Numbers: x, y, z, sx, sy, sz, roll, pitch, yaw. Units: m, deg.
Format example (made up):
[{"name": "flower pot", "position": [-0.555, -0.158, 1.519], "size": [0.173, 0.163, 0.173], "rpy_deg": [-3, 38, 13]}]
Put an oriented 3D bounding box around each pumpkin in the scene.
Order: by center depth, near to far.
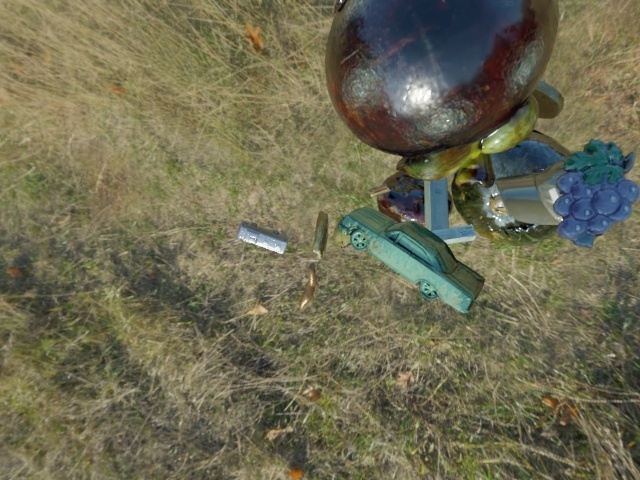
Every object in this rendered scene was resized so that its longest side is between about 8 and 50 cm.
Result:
[{"name": "pumpkin", "position": [0.720, -0.194, 1.510], "size": [0.454, 0.344, 0.455], "rpy_deg": [17, 118, 34]}]

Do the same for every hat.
[{"name": "hat", "position": [0.486, -0.117, 0.860], "size": [0.173, 0.144, 0.166], "rpy_deg": [10, 56, -22]}]

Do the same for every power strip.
[{"name": "power strip", "position": [0.420, -0.130, 1.462], "size": [0.078, 0.052, 0.272], "rpy_deg": [6, 73, -7]}]

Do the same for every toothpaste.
[{"name": "toothpaste", "position": [0.406, -0.013, 1.273], "size": [0.164, 0.034, 0.046], "rpy_deg": [-9, 59, -6]}]

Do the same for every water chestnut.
[{"name": "water chestnut", "position": [0.422, -0.193, 1.773], "size": [0.335, 0.335, 0.347], "rpy_deg": [28, 139, 14]}]

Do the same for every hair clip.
[{"name": "hair clip", "position": [0.482, -0.083, 0.709], "size": [0.124, 0.052, 0.196], "rpy_deg": [9, 87, 25]}]

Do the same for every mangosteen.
[{"name": "mangosteen", "position": [0.162, -0.249, 0.548], "size": [0.330, 0.330, 0.330], "rpy_deg": [0, 90, 16]}]

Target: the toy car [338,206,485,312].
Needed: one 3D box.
[{"name": "toy car", "position": [0.198, 0.022, 0.868], "size": [0.320, 0.141, 0.097], "rpy_deg": [35, 119, 19]}]

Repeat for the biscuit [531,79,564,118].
[{"name": "biscuit", "position": [0.814, -0.614, 1.640], "size": [0.057, 0.287, 0.343], "rpy_deg": [-54, 48, 3]}]

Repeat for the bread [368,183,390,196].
[{"name": "bread", "position": [0.241, -0.203, 1.649], "size": [0.083, 0.047, 0.036], "rpy_deg": [-18, 75, 11]}]

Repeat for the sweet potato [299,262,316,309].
[{"name": "sweet potato", "position": [-0.037, 0.158, 1.338], "size": [0.044, 0.044, 0.179], "rpy_deg": [23, 111, 15]}]

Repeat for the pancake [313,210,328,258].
[{"name": "pancake", "position": [0.000, 0.000, 1.839], "size": [0.057, 0.244, 0.266], "rpy_deg": [8, 58, 4]}]

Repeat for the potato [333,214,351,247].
[{"name": "potato", "position": [0.111, -0.061, 1.346], "size": [0.172, 0.100, 0.089], "rpy_deg": [-31, 114, -7]}]

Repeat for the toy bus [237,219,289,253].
[{"name": "toy bus", "position": [-0.212, -0.011, 1.485], "size": [0.190, 0.075, 0.064], "rpy_deg": [19, 113, -9]}]
